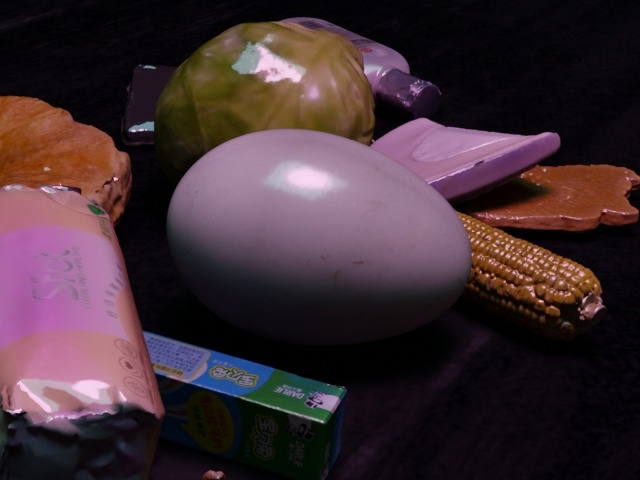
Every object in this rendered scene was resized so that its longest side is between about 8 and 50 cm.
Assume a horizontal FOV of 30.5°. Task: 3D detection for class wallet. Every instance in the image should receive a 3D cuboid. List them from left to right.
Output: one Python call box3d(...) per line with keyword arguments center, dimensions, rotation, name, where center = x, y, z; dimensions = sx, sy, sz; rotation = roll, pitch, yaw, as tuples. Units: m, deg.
box3d(center=(-0.094, -0.156, 1.422), dimensions=(0.285, 0.030, 0.146), rotation=(4, 46, -6), name="wallet")

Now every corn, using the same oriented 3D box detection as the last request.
box3d(center=(0.159, 0.027, 1.101), dimensions=(0.238, 0.080, 0.080), rotation=(24, 33, 37), name="corn")

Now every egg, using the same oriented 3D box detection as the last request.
box3d(center=(0.000, 0.000, 1.006), dimensions=(0.264, 0.182, 0.183), rotation=(10, 27, -5), name="egg")

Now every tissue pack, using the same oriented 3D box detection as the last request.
box3d(center=(-0.174, 0.113, 0.734), dimensions=(0.123, 0.215, 0.256), rotation=(6, 26, -23), name="tissue pack")

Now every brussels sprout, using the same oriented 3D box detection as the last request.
box3d(center=(-0.054, -0.125, 1.217), dimensions=(0.244, 0.244, 0.244), rotation=(5, 27, -2), name="brussels sprout")

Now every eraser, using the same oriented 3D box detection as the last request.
box3d(center=(0.108, -0.066, 1.272), dimensions=(0.243, 0.059, 0.204), rotation=(-31, 29, -31), name="eraser")

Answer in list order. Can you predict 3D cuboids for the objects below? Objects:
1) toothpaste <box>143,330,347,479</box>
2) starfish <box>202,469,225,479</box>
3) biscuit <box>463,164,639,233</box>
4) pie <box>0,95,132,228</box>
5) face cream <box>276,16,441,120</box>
box3d(center=(-0.114, 0.112, 0.894), dimensions=(0.267, 0.065, 0.050), rotation=(14, 28, 16), name="toothpaste")
box3d(center=(0.006, 0.212, 0.756), dimensions=(0.227, 0.043, 0.240), rotation=(-13, 35, -29), name="starfish")
box3d(center=(0.258, -0.045, 1.303), dimensions=(0.250, 0.035, 0.162), rotation=(-11, 27, -31), name="biscuit")
box3d(center=(-0.349, -0.063, 1.168), dimensions=(0.340, 0.083, 0.339), rotation=(6, 26, -3), name="pie")
box3d(center=(0.042, -0.229, 1.573), dimensions=(0.144, 0.071, 0.291), rotation=(-22, 37, -36), name="face cream")
